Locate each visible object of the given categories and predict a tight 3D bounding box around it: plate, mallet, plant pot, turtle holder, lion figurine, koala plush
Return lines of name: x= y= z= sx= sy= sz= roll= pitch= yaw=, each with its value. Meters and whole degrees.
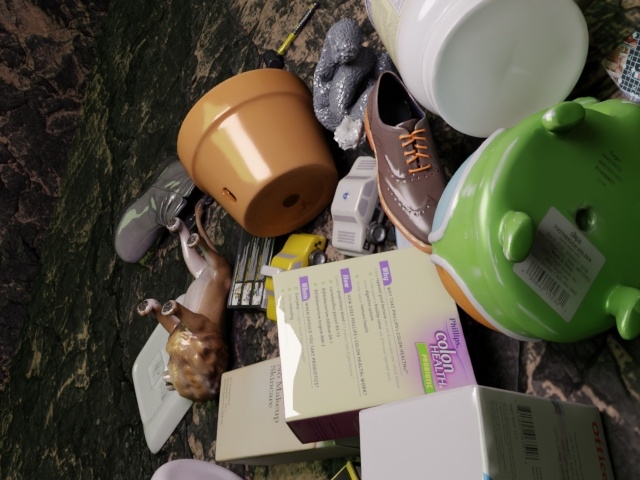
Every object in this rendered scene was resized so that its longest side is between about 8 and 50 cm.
plate: x=-0.368 y=0.306 z=1.511 sx=0.277 sy=0.045 sz=0.278 roll=-54 pitch=40 yaw=19
mallet: x=-0.072 y=-0.488 z=1.521 sx=0.190 sy=0.039 sz=0.062 roll=-53 pitch=38 yaw=14
plant pot: x=-0.098 y=-0.146 z=1.212 sx=0.291 sy=0.290 sz=0.204 roll=-48 pitch=58 yaw=26
turtle holder: x=0.249 y=-0.043 z=0.743 sx=0.227 sy=0.243 sz=0.321 roll=162 pitch=117 yaw=-68
lion figurine: x=-0.249 y=0.128 z=1.355 sx=0.142 sy=0.240 sz=0.393 roll=-7 pitch=50 yaw=32
koala plush: x=0.091 y=-0.215 z=1.074 sx=0.203 sy=0.196 sz=0.221 roll=-60 pitch=36 yaw=37

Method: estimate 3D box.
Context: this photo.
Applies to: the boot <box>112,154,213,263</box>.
boot: x=-0.410 y=-0.057 z=1.656 sx=0.338 sy=0.118 sz=0.222 roll=-59 pitch=39 yaw=6

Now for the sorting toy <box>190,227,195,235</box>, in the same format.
sorting toy: x=-0.348 y=-0.034 z=1.669 sx=0.083 sy=0.012 sz=0.062 roll=-19 pitch=60 yaw=46

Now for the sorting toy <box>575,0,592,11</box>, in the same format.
sorting toy: x=0.379 y=-0.505 z=0.914 sx=0.255 sy=0.089 sz=0.257 roll=-46 pitch=42 yaw=28

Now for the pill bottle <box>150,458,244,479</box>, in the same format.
pill bottle: x=-0.254 y=0.587 z=1.101 sx=0.210 sy=0.210 sz=0.363 roll=30 pitch=99 yaw=53

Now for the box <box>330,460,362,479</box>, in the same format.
box: x=0.017 y=0.519 z=0.905 sx=0.322 sy=0.079 sz=0.257 roll=-52 pitch=42 yaw=22

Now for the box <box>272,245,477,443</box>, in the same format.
box: x=0.070 y=0.141 z=0.878 sx=0.242 sy=0.117 sz=0.214 roll=-12 pitch=57 yaw=5

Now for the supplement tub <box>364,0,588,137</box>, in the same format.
supplement tub: x=0.203 y=-0.312 z=0.893 sx=0.235 sy=0.235 sz=0.325 roll=-48 pitch=34 yaw=26

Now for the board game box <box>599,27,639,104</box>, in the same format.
board game box: x=0.446 y=-0.177 z=0.717 sx=0.165 sy=0.042 sz=0.243 roll=-42 pitch=45 yaw=32

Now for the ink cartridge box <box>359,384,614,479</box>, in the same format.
ink cartridge box: x=0.183 y=0.265 z=0.684 sx=0.168 sy=0.232 sz=0.171 roll=-29 pitch=53 yaw=44

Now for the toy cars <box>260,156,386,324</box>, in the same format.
toy cars: x=0.000 y=0.000 z=1.156 sx=0.394 sy=0.087 sz=0.177 roll=-48 pitch=42 yaw=26

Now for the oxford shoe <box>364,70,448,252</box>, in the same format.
oxford shoe: x=0.120 y=-0.111 z=0.889 sx=0.096 sy=0.098 sz=0.272 roll=-18 pitch=66 yaw=-5

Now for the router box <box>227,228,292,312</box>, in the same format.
router box: x=-0.125 y=0.057 z=1.320 sx=0.133 sy=0.046 sz=0.179 roll=-7 pitch=68 yaw=50

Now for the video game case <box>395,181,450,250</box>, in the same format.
video game case: x=0.183 y=-0.024 z=0.998 sx=0.166 sy=0.015 sz=0.119 roll=-29 pitch=52 yaw=41

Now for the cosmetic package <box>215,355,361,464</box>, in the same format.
cosmetic package: x=-0.040 y=0.278 z=1.058 sx=0.309 sy=0.113 sz=0.160 roll=-27 pitch=54 yaw=43
